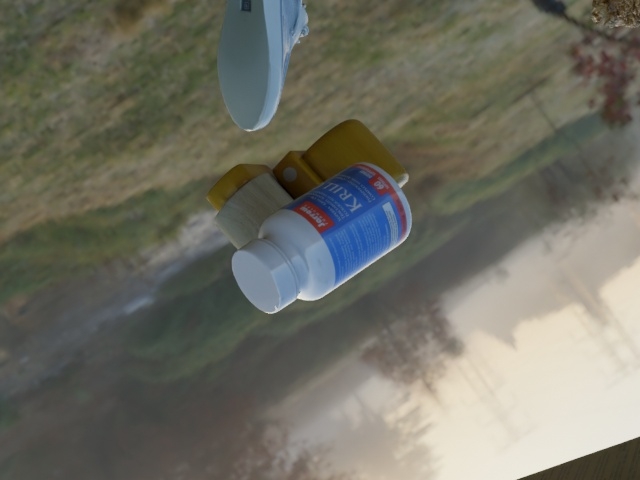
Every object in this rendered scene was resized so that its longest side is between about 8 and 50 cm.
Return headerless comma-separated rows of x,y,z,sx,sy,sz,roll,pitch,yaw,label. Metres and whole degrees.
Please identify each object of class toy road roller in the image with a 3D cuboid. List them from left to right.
-0.004,-0.070,2.076,0.240,0.202,0.329,-46,170,15,toy road roller

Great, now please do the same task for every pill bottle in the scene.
0.000,0.000,1.657,0.221,0.124,0.124,-34,174,-32,pill bottle

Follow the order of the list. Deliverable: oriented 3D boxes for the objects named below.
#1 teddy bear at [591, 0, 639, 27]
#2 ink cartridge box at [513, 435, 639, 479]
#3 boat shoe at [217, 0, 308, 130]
0.448,-0.454,1.767,0.113,0.338,0.245,14,-171,35,teddy bear
0.232,0.276,1.193,0.193,0.088,0.234,-25,-177,22,ink cartridge box
-0.044,-0.219,1.256,0.081,0.228,0.079,-15,-154,-42,boat shoe
